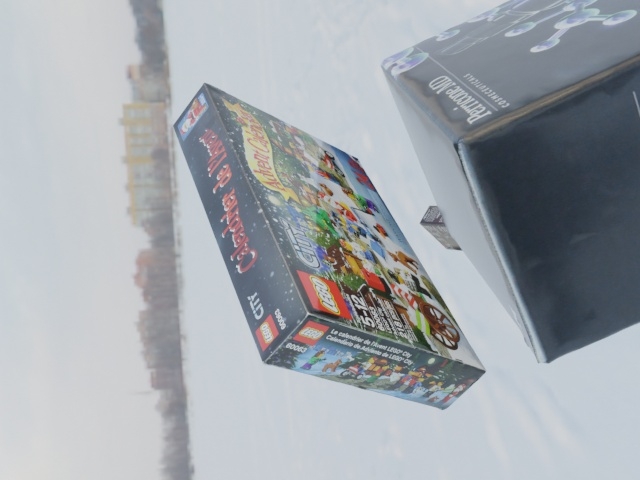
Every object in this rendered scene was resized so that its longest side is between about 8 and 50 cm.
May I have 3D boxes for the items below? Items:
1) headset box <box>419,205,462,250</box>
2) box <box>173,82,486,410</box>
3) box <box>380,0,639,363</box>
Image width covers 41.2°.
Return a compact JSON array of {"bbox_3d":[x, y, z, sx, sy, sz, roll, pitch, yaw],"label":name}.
[{"bbox_3d":[0.179,-0.015,1.094,0.083,0.062,0.032,3,58,56],"label":"headset box"},{"bbox_3d":[0.000,0.000,0.582,0.044,0.159,0.233,-49,43,22],"label":"box"},{"bbox_3d":[0.291,-0.119,0.743,0.293,0.396,0.212,-109,-7,-66],"label":"box"}]
